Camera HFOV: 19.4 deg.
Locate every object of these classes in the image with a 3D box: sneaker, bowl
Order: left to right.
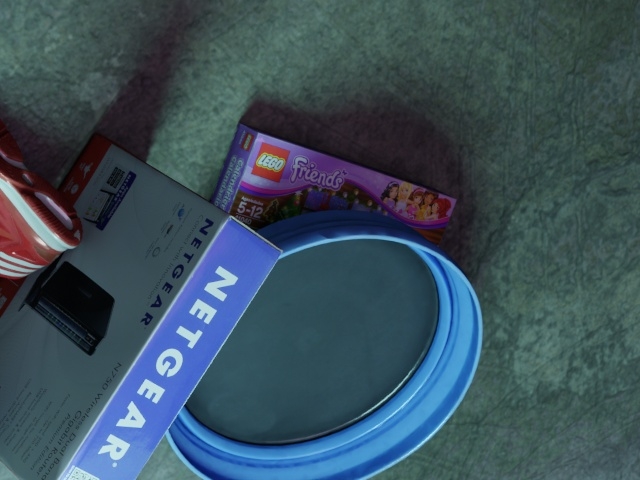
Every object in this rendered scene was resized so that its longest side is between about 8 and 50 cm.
[{"bbox_3d":[-0.361,-0.049,1.938,0.128,0.087,0.221,-36,97,23],"label":"sneaker"},{"bbox_3d":[-0.005,0.131,2.166,0.391,0.077,0.391,-11,129,-14],"label":"bowl"}]

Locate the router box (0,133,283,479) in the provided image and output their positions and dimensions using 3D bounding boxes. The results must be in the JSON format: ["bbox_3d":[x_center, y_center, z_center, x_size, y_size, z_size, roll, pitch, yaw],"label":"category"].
[{"bbox_3d":[-0.228,0.083,1.937,0.082,0.301,0.335,35,87,-38],"label":"router box"}]

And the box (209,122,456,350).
[{"bbox_3d":[0.000,0.000,2.195,0.293,0.057,0.201,17,97,-32],"label":"box"}]
